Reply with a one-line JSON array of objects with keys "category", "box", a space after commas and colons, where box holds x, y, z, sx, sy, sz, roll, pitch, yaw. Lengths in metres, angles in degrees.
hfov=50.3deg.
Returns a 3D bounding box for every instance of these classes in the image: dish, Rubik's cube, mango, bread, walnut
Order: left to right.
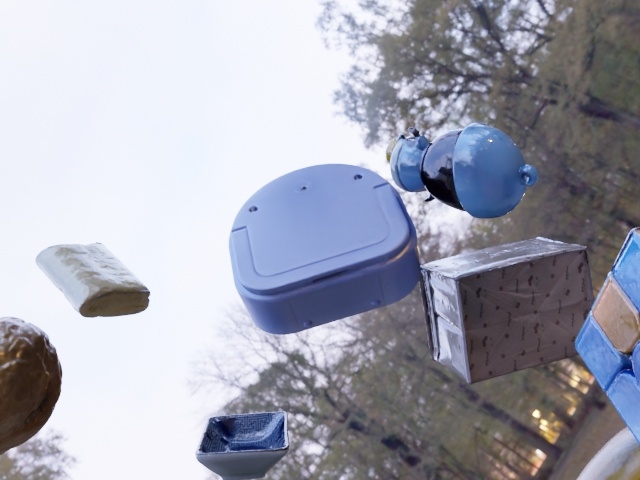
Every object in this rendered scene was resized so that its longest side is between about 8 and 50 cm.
[{"category": "walnut", "box": [-0.423, 0.195, 0.892, 0.184, 0.155, 0.155, -80, -2, -46]}, {"category": "bread", "box": [-0.391, 0.066, 1.181, 0.139, 0.178, 0.060, -1, -61, -49]}, {"category": "dish", "box": [-0.154, 0.429, 1.409, 0.243, 0.181, 0.080, -148, 56, -86]}, {"category": "mango", "box": [0.693, 0.581, 1.530, 0.445, 0.232, 0.300, -34, -34, -13]}, {"category": "Rubik's cube", "box": [0.590, 0.150, 0.961, 0.291, 0.292, 0.290, -12, -41, -11]}]

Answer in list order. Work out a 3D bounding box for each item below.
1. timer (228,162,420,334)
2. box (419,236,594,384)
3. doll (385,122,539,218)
[{"category": "timer", "box": [0.000, 0.000, 1.417, 0.395, 0.395, 0.173, -46, -40, -25]}, {"category": "box", "box": [0.382, 0.134, 1.396, 0.297, 0.190, 0.225, -13, -80, -14]}, {"category": "doll", "box": [0.255, -0.132, 1.241, 0.141, 0.314, 0.177, -39, -56, -28]}]
